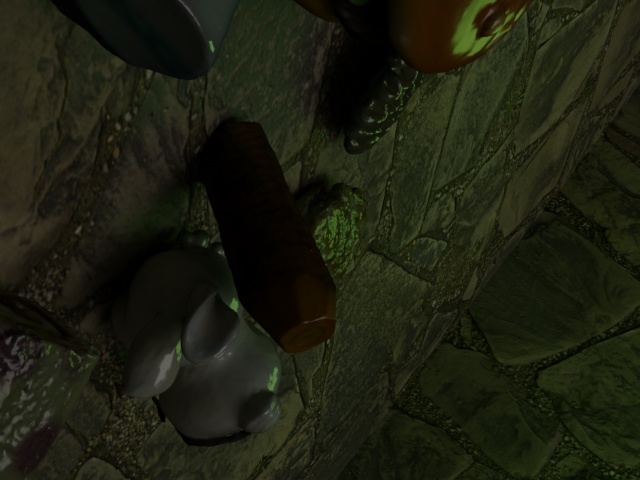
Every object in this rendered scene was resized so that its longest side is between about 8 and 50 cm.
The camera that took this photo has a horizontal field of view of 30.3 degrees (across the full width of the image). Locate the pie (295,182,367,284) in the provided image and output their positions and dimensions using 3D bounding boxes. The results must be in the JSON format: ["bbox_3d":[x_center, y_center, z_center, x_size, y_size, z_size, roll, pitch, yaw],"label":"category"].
[{"bbox_3d":[0.000,0.000,1.846,0.201,0.090,0.248,-66,162,-6],"label":"pie"}]

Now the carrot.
[{"bbox_3d":[-0.067,-0.007,1.411,0.114,0.302,0.114,-17,147,-11],"label":"carrot"}]

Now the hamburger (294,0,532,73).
[{"bbox_3d":[0.128,-0.369,1.274,0.396,0.277,0.396,-47,158,-26],"label":"hamburger"}]

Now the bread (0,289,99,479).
[{"bbox_3d":[-0.372,0.214,1.170,0.338,0.155,0.187,-58,157,4],"label":"bread"}]

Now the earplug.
[{"bbox_3d":[-0.090,-0.320,1.020,0.324,0.185,0.185,-59,163,-18],"label":"earplug"}]

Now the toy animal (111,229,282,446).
[{"bbox_3d":[-0.157,0.124,1.477,0.183,0.247,0.310,-19,141,-3],"label":"toy animal"}]

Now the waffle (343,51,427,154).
[{"bbox_3d":[0.128,-0.249,1.722,0.292,0.056,0.309,-54,177,-9],"label":"waffle"}]
